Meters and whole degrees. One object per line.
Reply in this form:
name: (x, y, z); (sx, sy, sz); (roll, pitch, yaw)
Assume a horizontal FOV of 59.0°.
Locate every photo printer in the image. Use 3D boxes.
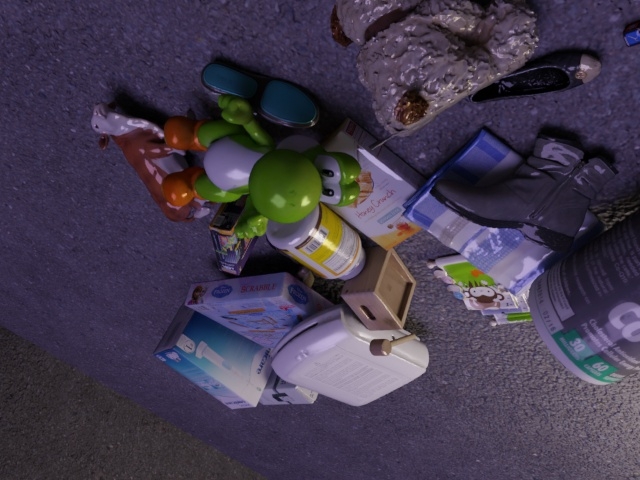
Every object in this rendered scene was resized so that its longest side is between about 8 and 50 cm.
photo printer: (0.059, 0.266, 1.310); (0.307, 0.107, 0.256); (29, 128, -33)

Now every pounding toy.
pounding toy: (0.121, 0.148, 1.176); (0.094, 0.206, 0.181); (-9, 132, 37)

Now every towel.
towel: (0.305, -0.033, 0.953); (0.285, 0.034, 0.209); (34, 125, -14)

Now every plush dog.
plush dog: (0.102, -0.264, 0.721); (0.262, 0.210, 0.225); (-28, 91, 45)

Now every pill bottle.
pill bottle: (0.505, 0.049, 0.821); (0.204, 0.204, 0.361); (33, 132, -11)
pill bottle: (0.000, 0.000, 1.094); (0.117, 0.117, 0.215); (-6, 152, 35)

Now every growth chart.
growth chart: (0.341, 0.100, 1.152); (0.237, 0.021, 0.172); (42, 141, -21)

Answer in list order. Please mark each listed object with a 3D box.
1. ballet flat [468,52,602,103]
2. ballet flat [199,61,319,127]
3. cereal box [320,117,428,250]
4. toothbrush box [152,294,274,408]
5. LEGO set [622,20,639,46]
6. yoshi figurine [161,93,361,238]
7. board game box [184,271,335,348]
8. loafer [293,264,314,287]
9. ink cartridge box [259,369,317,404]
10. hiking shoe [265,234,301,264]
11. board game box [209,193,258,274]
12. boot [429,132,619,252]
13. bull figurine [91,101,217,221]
ballet flat: (0.288, -0.213, 0.771); (0.173, 0.049, 0.057); (-4, 136, 33)
ballet flat: (-0.100, -0.240, 0.955); (0.213, 0.072, 0.068); (23, 171, 4)
cereal box: (0.088, -0.094, 1.030); (0.240, 0.047, 0.173); (35, 142, -14)
toothbrush box: (-0.273, 0.298, 1.574); (0.295, 0.216, 0.126); (41, 141, -23)
LEGO set: (0.407, -0.320, 0.599); (0.182, 0.060, 0.244); (19, 144, 28)
yoshi figurine: (-0.118, -0.112, 0.913); (0.362, 0.203, 0.203); (11, 151, 30)
board game box: (-0.113, 0.185, 1.411); (0.319, 0.066, 0.318); (-8, 147, 36)
loafer: (-0.038, 0.086, 1.319); (0.050, 0.056, 0.148); (24, 154, -3)
ink cartridge box: (-0.093, 0.386, 1.634); (0.208, 0.153, 0.087); (-16, 128, 39)
hiking shoe: (-0.082, -0.022, 1.182); (0.114, 0.086, 0.227); (-5, 133, 33)
board game box: (-0.158, -0.040, 1.131); (0.048, 0.170, 0.141); (13, 143, 12)
boot: (0.305, -0.094, 0.862); (0.246, 0.083, 0.161); (19, 111, -2)
bull figurine: (-0.313, -0.161, 1.127); (0.188, 0.101, 0.310); (-2, 135, 29)
